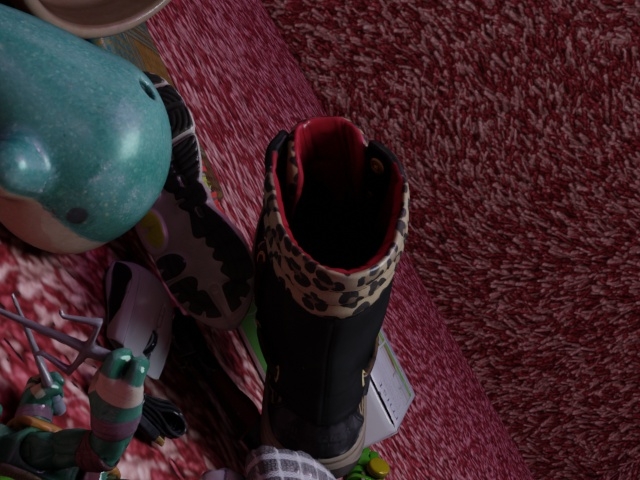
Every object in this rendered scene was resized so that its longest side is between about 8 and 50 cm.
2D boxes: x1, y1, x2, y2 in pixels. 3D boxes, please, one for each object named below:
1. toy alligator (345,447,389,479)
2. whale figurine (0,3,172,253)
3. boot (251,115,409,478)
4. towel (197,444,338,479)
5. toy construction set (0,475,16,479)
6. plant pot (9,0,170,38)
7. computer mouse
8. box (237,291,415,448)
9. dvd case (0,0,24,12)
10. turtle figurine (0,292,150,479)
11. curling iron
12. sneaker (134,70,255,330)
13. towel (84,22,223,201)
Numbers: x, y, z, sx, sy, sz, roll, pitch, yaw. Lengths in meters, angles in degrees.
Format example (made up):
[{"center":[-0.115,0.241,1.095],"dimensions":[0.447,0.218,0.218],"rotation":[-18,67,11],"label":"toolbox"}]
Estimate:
[{"center":[0.055,0.303,1.236],"dimensions":[0.051,0.056,0.189],"rotation":[15,30,-17],"label":"toy alligator"},{"center":[-0.217,-0.117,0.721],"dimensions":[0.272,0.141,0.216],"rotation":[54,14,-37],"label":"whale figurine"},{"center":[0.000,0.000,0.914],"dimensions":[0.284,0.138,0.377],"rotation":[97,-4,-47],"label":"boot"},{"center":[0.013,0.327,0.776],"dimensions":[0.283,0.121,0.235],"rotation":[53,15,-43],"label":"towel"},{"center":[-0.085,0.230,0.455],"dimensions":[0.309,0.257,0.237],"rotation":[40,-7,-2],"label":"toy construction set"},{"center":[-0.249,-0.354,0.880],"dimensions":[0.229,0.263,0.263],"rotation":[36,1,22],"label":"plant pot"},{"center":[-0.152,0.079,0.815],"dimensions":[0.106,0.042,0.193],"rotation":[53,15,-39],"label":"computer mouse"},{"center":[0.004,0.127,1.209],"dimensions":[0.262,0.127,0.231],"rotation":[63,11,3],"label":"box"},{"center":[-0.278,-0.189,0.943],"dimensions":[0.221,0.018,0.164],"rotation":[61,12,-13],"label":"dvd case"},{"center":[-0.145,0.125,0.562],"dimensions":[0.234,0.118,0.175],"rotation":[44,-24,-27],"label":"turtle figurine"},{"center":[-0.076,0.182,0.936],"dimensions":[0.274,0.035,0.068],"rotation":[58,10,-17],"label":"curling iron"},{"center":[-0.148,-0.033,0.940],"dimensions":[0.118,0.107,0.279],"rotation":[88,-21,-74],"label":"sneaker"},{"center":[-0.233,-0.218,1.136],"dimensions":[0.370,0.040,0.271],"rotation":[65,6,5],"label":"towel"}]
